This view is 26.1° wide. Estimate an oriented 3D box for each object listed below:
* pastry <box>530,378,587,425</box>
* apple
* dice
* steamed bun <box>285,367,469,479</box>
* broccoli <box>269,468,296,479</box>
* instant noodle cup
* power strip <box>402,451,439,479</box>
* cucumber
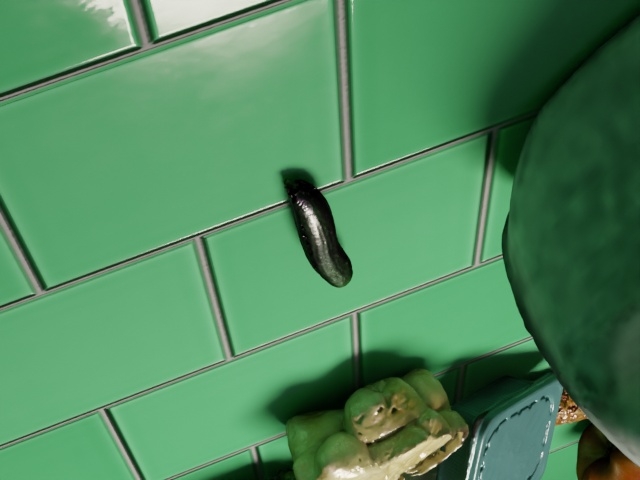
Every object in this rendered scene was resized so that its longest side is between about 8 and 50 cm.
[{"bbox_3d":[0.302,0.198,1.696,0.169,0.063,0.087,-7,152,-32],"label":"pastry"},{"bbox_3d":[0.475,0.307,1.890,0.234,0.234,0.234,-19,154,-10],"label":"apple"},{"bbox_3d":[0.369,-0.001,1.076,0.328,0.330,0.348,4,144,-44],"label":"dice"},{"bbox_3d":[0.045,0.207,1.454,0.177,0.106,0.192,-40,156,20],"label":"steamed bun"},{"bbox_3d":[-0.039,0.409,1.604,0.260,0.288,0.235,-5,-169,1],"label":"broccoli"},{"bbox_3d":[0.198,0.233,1.583,0.179,0.070,0.157,-21,125,-47],"label":"instant noodle cup"},{"bbox_3d":[0.146,0.280,1.678,0.058,0.098,0.338,-38,151,25],"label":"power strip"},{"bbox_3d":[0.000,0.000,1.100,0.033,0.036,0.184,8,159,13],"label":"cucumber"}]
